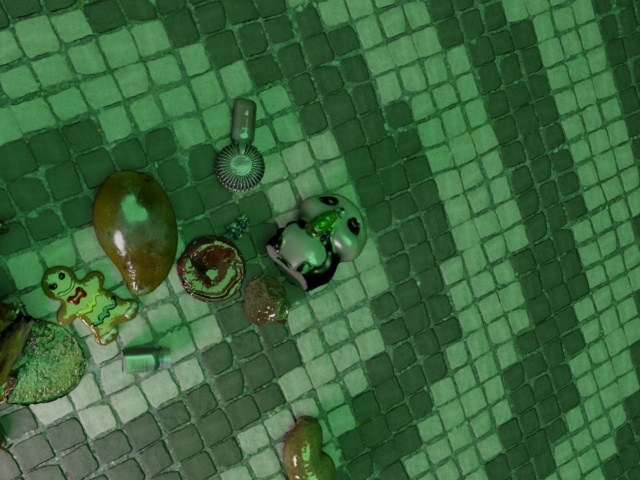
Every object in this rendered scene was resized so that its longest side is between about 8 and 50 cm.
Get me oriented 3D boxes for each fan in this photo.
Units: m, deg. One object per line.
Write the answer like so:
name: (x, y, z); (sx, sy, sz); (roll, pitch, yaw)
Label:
fan: (-0.204, -0.249, 1.738); (0.130, 0.074, 0.244); (6, 86, -10)

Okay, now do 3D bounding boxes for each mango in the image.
mango: (-0.446, -0.017, 1.621); (0.193, 0.146, 0.316); (-12, 104, -12)

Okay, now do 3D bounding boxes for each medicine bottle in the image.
medicine bottle: (-0.440, 0.302, 1.680); (0.118, 0.074, 0.054); (-1, 94, -22)

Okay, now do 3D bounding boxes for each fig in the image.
fig: (-0.773, 0.478, 1.585); (0.050, 0.050, 0.083); (-44, 126, -13)

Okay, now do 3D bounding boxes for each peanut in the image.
peanut: (-0.033, 0.613, 1.838); (0.137, 0.122, 0.253); (-17, 96, -28)

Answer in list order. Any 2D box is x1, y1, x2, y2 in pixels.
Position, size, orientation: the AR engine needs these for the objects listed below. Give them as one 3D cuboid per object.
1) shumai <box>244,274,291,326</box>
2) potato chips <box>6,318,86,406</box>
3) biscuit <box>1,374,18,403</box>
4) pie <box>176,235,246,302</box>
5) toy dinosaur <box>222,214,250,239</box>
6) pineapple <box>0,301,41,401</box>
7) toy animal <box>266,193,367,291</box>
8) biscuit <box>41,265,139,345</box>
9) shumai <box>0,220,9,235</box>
shumai: (-0.130, 0.166, 1.776); (0.116, 0.146, 0.145); (11, 90, -45)
potato chips: (-0.684, 0.291, 1.615); (0.202, 0.029, 0.219); (-21, 104, -19)
biscuit: (-0.780, 0.327, 1.570); (0.120, 0.019, 0.129); (-30, 93, -1)
pie: (-0.282, 0.074, 1.738); (0.183, 0.049, 0.182); (-2, 96, -16)
toy dinosaur: (-0.223, -0.034, 1.763); (0.047, 0.030, 0.083); (46, 77, -17)
pineapple: (-0.803, 0.240, 1.393); (0.300, 0.352, 0.352); (20, 86, -4)
toy animal: (0.000, -0.004, 1.756); (0.267, 0.212, 0.212); (-44, 107, -9)
biscuit: (-0.577, 0.151, 1.640); (0.240, 0.035, 0.158); (38, 78, -20)
shumai: (-0.805, -0.031, 1.494); (0.201, 0.201, 0.120); (47, 36, -17)
